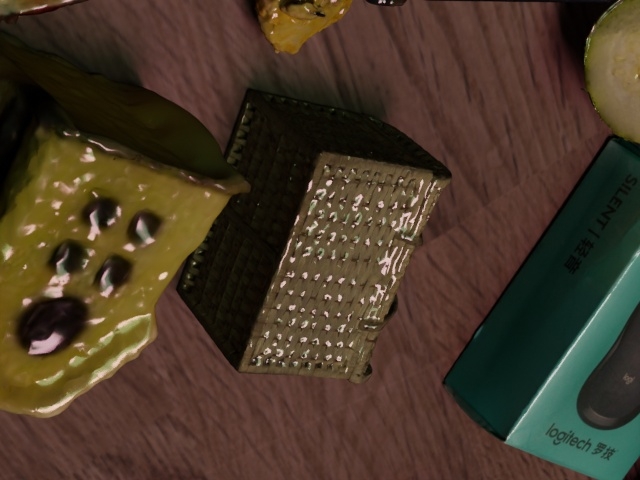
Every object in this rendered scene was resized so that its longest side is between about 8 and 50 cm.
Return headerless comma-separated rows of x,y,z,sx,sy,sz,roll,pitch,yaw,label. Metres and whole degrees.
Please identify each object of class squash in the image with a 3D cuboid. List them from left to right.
0.328,-0.116,1.219,0.137,0.137,0.287,-49,154,2,squash

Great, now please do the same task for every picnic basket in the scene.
0.000,0.000,1.087,0.154,0.134,0.196,7,113,-36,picnic basket

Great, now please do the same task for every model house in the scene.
-0.195,-0.002,0.927,0.174,0.193,0.234,12,112,-41,model house

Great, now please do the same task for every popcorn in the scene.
-0.021,-0.193,1.013,0.084,0.084,0.084,-15,124,-24,popcorn

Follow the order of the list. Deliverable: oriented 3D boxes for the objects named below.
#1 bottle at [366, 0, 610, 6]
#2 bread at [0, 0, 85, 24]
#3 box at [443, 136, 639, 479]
0.137,-0.227,1.074,0.244,0.072,0.082,-4,122,-30,bottle
-0.200,-0.242,0.815,0.240,0.135,0.178,-17,125,-20,bread
0.296,0.077,1.324,0.205,0.118,0.311,26,102,-41,box
